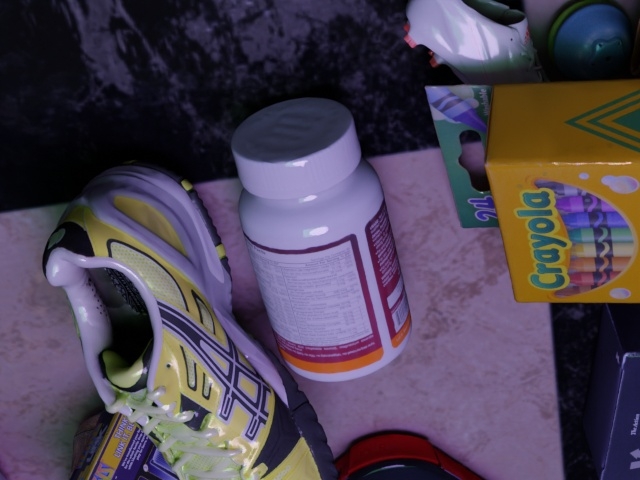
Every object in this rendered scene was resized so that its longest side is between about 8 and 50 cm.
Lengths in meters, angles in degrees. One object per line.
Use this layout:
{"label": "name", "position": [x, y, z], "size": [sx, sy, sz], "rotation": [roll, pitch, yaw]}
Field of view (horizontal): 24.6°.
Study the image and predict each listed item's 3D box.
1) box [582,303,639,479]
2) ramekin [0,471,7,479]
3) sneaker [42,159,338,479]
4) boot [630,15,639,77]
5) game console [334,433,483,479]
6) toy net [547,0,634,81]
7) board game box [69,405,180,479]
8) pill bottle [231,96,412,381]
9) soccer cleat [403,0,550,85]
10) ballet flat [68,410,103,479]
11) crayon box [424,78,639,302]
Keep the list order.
{"label": "box", "position": [0.334, 0.137, 1.344], "size": [0.158, 0.093, 0.156], "rotation": [0, 125, -3]}
{"label": "ramekin", "position": [-0.344, 0.341, 1.359], "size": [0.135, 0.277, 0.277], "rotation": [-12, 124, -4]}
{"label": "sneaker", "position": [-0.117, 0.129, 1.223], "size": [0.145, 0.147, 0.385], "rotation": [-24, 101, 34]}
{"label": "boot", "position": [0.348, -0.127, 1.140], "size": [0.211, 0.104, 0.295], "rotation": [3, 151, 9]}
{"label": "game console", "position": [0.064, 0.383, 1.525], "size": [0.342, 0.060, 0.386], "rotation": [36, 116, -23]}
{"label": "toy net", "position": [0.278, -0.108, 1.209], "size": [0.122, 0.045, 0.232], "rotation": [-30, 124, 1]}
{"label": "board game box", "position": [-0.142, 0.204, 1.333], "size": [0.141, 0.170, 0.048], "rotation": [34, 153, -21]}
{"label": "pill bottle", "position": [0.000, 0.000, 1.222], "size": [0.121, 0.121, 0.221], "rotation": [-11, 124, 5]}
{"label": "soccer cleat", "position": [0.151, -0.138, 1.168], "size": [0.196, 0.068, 0.076], "rotation": [38, 112, -21]}
{"label": "ballet flat", "position": [-0.208, 0.311, 1.436], "size": [0.107, 0.106, 0.316], "rotation": [0, 125, 2]}
{"label": "crayon box", "position": [0.251, -0.034, 1.139], "size": [0.323, 0.083, 0.203], "rotation": [0, 147, 16]}
